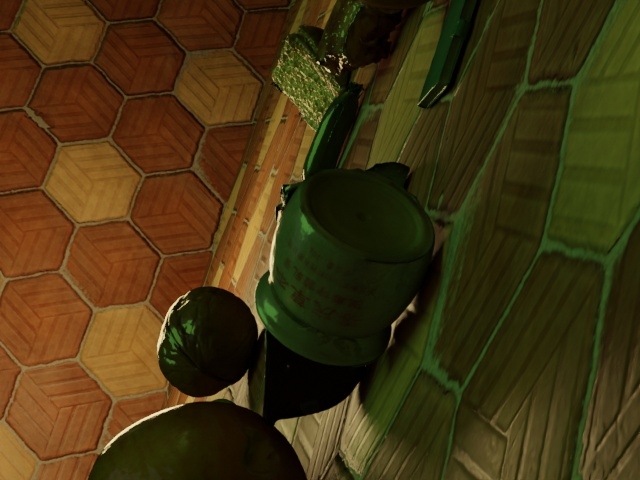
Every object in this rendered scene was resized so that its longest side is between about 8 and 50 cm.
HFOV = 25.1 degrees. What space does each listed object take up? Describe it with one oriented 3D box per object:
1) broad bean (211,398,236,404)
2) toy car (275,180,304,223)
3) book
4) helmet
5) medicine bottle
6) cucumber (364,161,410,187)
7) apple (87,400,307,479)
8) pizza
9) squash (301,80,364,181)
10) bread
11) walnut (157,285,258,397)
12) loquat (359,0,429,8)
[{"bbox_3d":[-0.179,0.344,2.133,0.228,0.100,0.169,-59,15,-9],"label":"broad bean"},{"bbox_3d":[0.000,0.000,1.776,0.139,0.112,0.112,105,164,-58],"label":"toy car"},{"bbox_3d":[0.145,-0.220,1.596,0.103,0.017,0.135,134,156,-76],"label":"book"},{"bbox_3d":[-0.007,0.118,1.473,0.175,0.106,0.155,96,176,-61],"label":"helmet"},{"bbox_3d":[0.021,0.026,1.360,0.147,0.147,0.143,-81,12,-53],"label":"medicine bottle"},{"bbox_3d":[0.048,-0.023,1.621,0.115,0.062,0.116,120,169,-68],"label":"cucumber"},{"bbox_3d":[-0.120,0.289,1.462,0.242,0.242,0.241,-69,20,10],"label":"apple"},{"bbox_3d":[0.083,-0.343,2.056,0.305,0.085,0.161,-56,28,40],"label":"pizza"},{"bbox_3d":[0.018,-0.158,2.190,0.052,0.052,0.183,-119,53,-79],"label":"squash"},{"bbox_3d":[-0.006,-0.278,2.479,0.147,0.127,0.152,118,152,-45],"label":"bread"},{"bbox_3d":[-0.184,0.164,2.344,0.207,0.167,0.167,-84,16,-65],"label":"walnut"},{"bbox_3d":[0.103,-0.382,1.698,0.187,0.176,0.234,-2,-48,-54],"label":"loquat"}]
